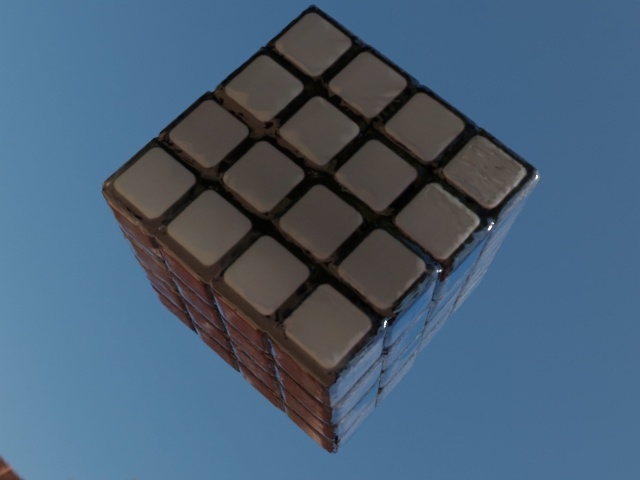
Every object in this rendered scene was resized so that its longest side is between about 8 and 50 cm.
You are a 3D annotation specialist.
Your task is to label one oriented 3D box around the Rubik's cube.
[{"bbox_3d":[0.000,0.000,1.025,0.344,0.337,0.344,39,-20,15],"label":"Rubik's cube"}]
